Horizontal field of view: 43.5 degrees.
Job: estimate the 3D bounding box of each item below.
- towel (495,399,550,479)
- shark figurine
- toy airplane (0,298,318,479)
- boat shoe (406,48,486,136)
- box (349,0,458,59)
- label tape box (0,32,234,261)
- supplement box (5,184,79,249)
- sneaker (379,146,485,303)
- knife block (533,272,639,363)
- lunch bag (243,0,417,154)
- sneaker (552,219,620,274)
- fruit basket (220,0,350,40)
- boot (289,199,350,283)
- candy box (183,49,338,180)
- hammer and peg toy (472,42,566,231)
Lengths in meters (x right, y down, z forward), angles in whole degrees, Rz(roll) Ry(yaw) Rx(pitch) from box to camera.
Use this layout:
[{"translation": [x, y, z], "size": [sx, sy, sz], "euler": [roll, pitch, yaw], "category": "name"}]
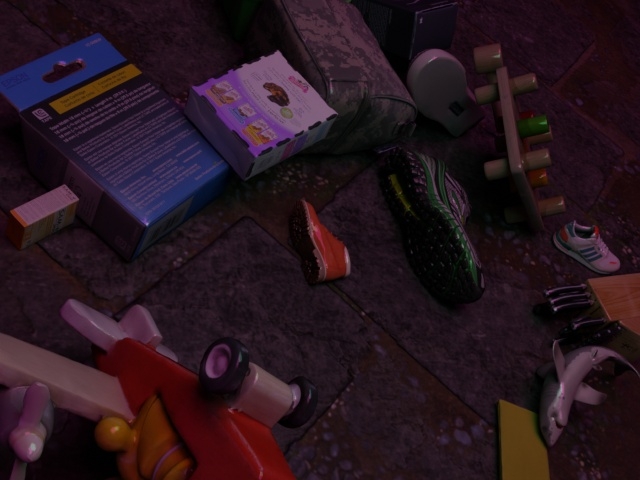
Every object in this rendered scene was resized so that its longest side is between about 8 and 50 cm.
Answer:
[{"translation": [0.331, 0.379, 1.307], "size": [0.102, 0.021, 0.237], "euler": [25, 46, -17], "category": "towel"}, {"translation": [0.453, 0.232, 1.433], "size": [0.278, 0.116, 0.166], "euler": [-20, 94, -33], "category": "shark figurine"}, {"translation": [-0.211, 0.225, 0.952], "size": [0.386, 0.384, 0.272], "euler": [25, 78, 3], "category": "toy airplane"}, {"translation": [0.229, -0.337, 1.670], "size": [0.158, 0.127, 0.340], "euler": [56, 11, 25], "category": "boat shoe"}, {"translation": [0.175, -0.493, 1.788], "size": [0.153, 0.108, 0.207], "euler": [-24, 42, -39], "category": "box"}, {"translation": [-0.334, -0.159, 1.301], "size": [0.333, 0.106, 0.240], "euler": [42, 46, 6], "category": "label tape box"}, {"translation": [-0.412, -0.035, 1.192], "size": [0.036, 0.062, 0.098], "euler": [44, 48, 10], "category": "supplement box"}, {"translation": [0.237, -0.038, 1.501], "size": [0.146, 0.134, 0.344], "euler": [2, 54, -28], "category": "sneaker"}, {"translation": [0.541, 0.119, 1.575], "size": [0.242, 0.088, 0.276], "euler": [33, 47, -2], "category": "knife block"}, {"translation": [0.027, -0.318, 1.551], "size": [0.256, 0.212, 0.305], "euler": [-8, 61, -32], "category": "lunch bag"}, {"translation": [0.573, 0.012, 1.685], "size": [0.161, 0.075, 0.057], "euler": [28, 47, -6], "category": "sneaker"}, {"translation": [-0.064, -0.634, 1.645], "size": [0.283, 0.392, 0.392], "euler": [-2, 56, -30], "category": "fruit basket"}, {"translation": [0.000, 0.000, 1.399], "size": [0.084, 0.059, 0.158], "euler": [-3, 65, -34], "category": "boot"}, {"translation": [-0.098, -0.213, 1.342], "size": [0.196, 0.070, 0.165], "euler": [-32, 74, -35], "category": "candy box"}, {"translation": [0.409, -0.225, 1.651], "size": [0.266, 0.127, 0.361], "euler": [49, 34, -53], "category": "hammer and peg toy"}]
